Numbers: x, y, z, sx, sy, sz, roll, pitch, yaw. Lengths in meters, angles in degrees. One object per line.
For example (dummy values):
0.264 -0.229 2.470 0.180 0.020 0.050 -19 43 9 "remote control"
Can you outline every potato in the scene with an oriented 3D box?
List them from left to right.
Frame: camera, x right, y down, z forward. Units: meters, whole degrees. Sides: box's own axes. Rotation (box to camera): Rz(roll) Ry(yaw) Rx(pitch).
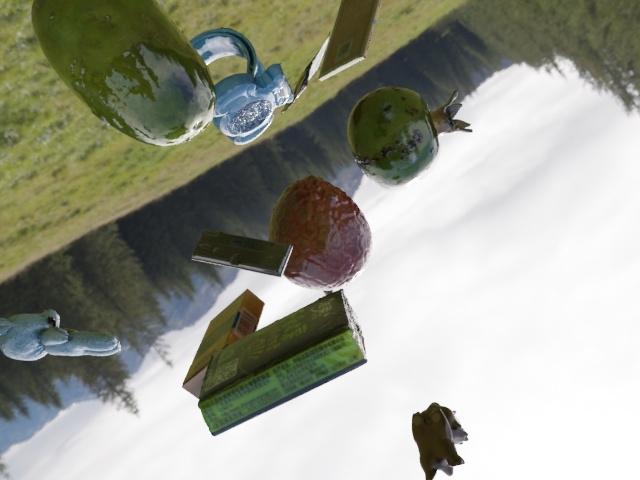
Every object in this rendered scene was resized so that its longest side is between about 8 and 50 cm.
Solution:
-0.239 -0.225 0.755 0.148 0.253 0.186 -37 177 3 "potato"

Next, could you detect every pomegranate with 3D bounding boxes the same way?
0.232 -0.282 1.664 0.323 0.291 0.291 -7 -157 31 "pomegranate"

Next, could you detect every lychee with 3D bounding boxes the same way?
0.000 0.000 1.402 0.255 0.300 0.255 -11 -138 10 "lychee"

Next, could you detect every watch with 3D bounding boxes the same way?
-0.177 -0.314 1.200 0.211 0.193 0.211 -33 164 -10 "watch"

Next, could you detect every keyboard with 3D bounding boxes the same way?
-0.103 0.016 0.801 0.015 0.129 0.049 78 27 -52 "keyboard"

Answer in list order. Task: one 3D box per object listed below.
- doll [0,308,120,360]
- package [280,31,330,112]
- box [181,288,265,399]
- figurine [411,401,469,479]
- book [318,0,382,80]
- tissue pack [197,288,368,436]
-0.400 0.140 0.934 0.179 0.075 0.120 -2 153 -8 "doll"
-0.035 -0.470 1.728 0.154 0.030 0.239 -44 -165 53 "package"
-0.216 0.234 1.399 0.152 0.070 0.237 -40 -164 26 "box"
0.401 0.662 2.018 0.177 0.173 0.247 -39 -133 16 "figurine"
0.077 -0.495 1.412 0.170 0.018 0.242 -8 -119 54 "book"
-0.054 0.168 0.879 0.235 0.073 0.173 -27 -167 4 "tissue pack"
